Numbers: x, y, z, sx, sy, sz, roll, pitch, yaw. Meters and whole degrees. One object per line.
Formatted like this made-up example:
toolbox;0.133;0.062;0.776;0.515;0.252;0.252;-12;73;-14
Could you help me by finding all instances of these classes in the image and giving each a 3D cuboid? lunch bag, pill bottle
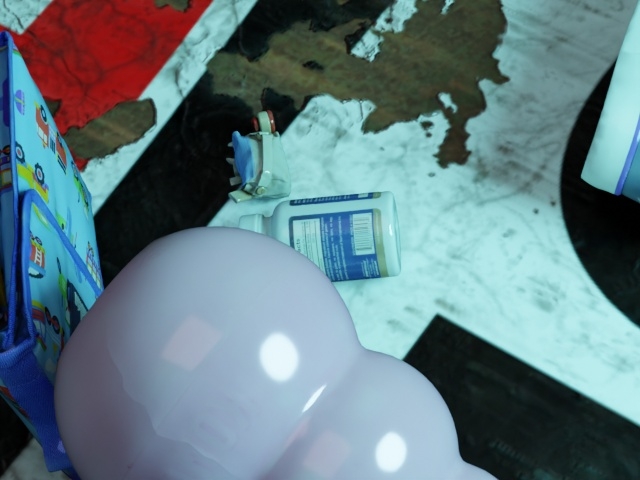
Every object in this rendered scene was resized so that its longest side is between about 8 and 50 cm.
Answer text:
lunch bag;-0.224;0.039;1.239;0.138;0.221;0.293;-20;58;-2
pill bottle;0.000;0.000;1.315;0.120;0.067;0.067;-5;58;7

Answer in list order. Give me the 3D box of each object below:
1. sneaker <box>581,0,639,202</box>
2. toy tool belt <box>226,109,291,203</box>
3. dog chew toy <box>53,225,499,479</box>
sneaker;0.352;-0.131;1.311;0.236;0.130;0.323;19;59;9
toy tool belt;-0.056;-0.067;1.376;0.051;0.052;0.083;-12;57;-7
dog chew toy;-0.008;0.142;1.101;0.332;0.206;0.207;38;70;5
